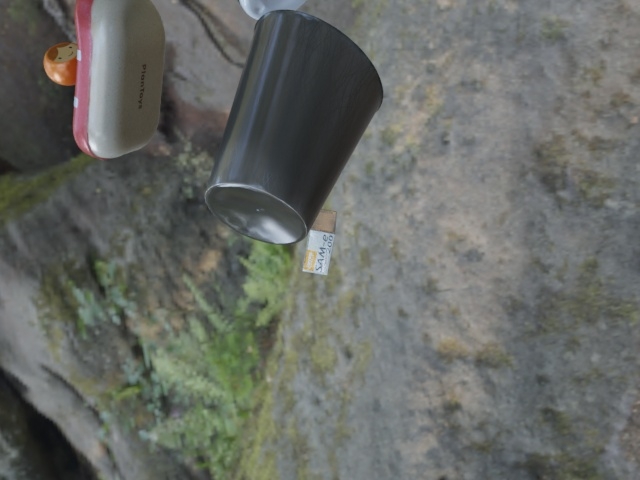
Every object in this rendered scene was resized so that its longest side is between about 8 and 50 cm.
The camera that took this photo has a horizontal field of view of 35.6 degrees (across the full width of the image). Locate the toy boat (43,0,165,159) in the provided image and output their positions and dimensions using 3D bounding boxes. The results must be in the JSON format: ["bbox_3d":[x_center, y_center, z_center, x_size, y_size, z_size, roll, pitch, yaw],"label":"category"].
[{"bbox_3d":[-0.301,-0.231,1.331,0.151,0.151,0.231,15,110,17],"label":"toy boat"}]

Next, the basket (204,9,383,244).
[{"bbox_3d":[-0.037,-0.121,1.193,0.154,0.204,0.227,-1,57,37],"label":"basket"}]

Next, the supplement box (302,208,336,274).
[{"bbox_3d":[0.000,0.000,1.378,0.098,0.036,0.062,-83,3,-69],"label":"supplement box"}]

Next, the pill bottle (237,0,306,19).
[{"bbox_3d":[-0.099,-0.405,1.335,0.208,0.119,0.119,57,139,25],"label":"pill bottle"}]
